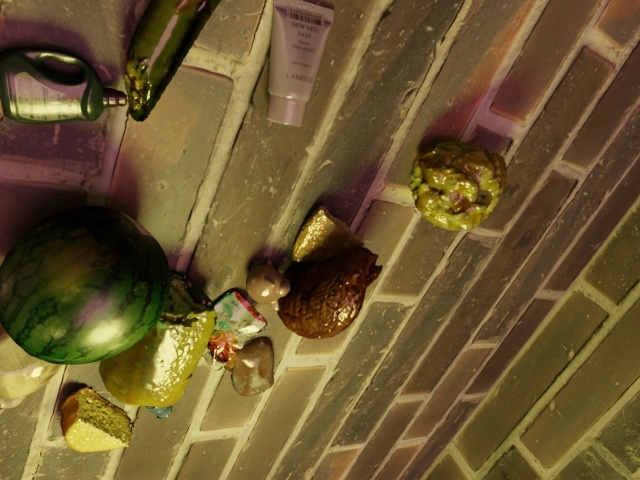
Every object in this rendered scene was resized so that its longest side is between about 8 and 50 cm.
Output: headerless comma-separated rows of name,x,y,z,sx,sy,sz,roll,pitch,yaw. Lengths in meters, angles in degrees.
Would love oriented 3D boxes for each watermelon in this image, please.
watermelon,-0.515,0.104,1.092,0.364,0.363,0.363,-16,131,-20

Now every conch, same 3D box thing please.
conch,-0.324,0.323,1.569,0.086,0.080,0.232,-39,111,-16

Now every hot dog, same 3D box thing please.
hot dog,0.033,0.151,1.453,0.174,0.267,0.388,46,140,-15

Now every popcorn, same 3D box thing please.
popcorn,0.411,-0.159,1.496,0.247,0.282,0.282,-30,139,-38

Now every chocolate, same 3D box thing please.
chocolate,-0.227,0.457,1.722,0.161,0.083,0.261,-18,131,-21

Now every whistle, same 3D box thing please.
whistle,-0.564,0.467,1.542,0.062,0.062,0.304,-30,135,-7

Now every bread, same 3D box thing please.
bread,-0.694,0.554,1.488,0.134,0.129,0.260,-30,134,3
bread,-0.437,0.285,1.353,0.251,0.208,0.376,20,108,-32

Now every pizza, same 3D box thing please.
pizza,0.010,0.000,1.516,0.188,0.080,0.204,31,120,-26

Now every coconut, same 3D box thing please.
coconut,-0.719,0.273,1.201,0.224,0.224,0.224,-16,131,-20

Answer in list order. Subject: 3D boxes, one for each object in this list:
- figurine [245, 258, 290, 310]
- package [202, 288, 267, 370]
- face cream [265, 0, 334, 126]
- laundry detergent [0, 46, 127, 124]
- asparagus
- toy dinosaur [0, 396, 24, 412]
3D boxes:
figurine,-0.159,0.130,1.468,0.125,0.138,0.125,-20,130,-25
package,-0.293,0.276,1.502,0.232,0.040,0.166,-42,100,-4
face cream,-0.059,-0.408,1.146,0.154,0.096,0.273,2,110,-28
laundry detergent,-0.497,-0.298,0.966,0.222,0.078,0.144,-6,124,-26
asparagus,-0.306,-0.402,0.974,0.108,0.128,0.381,35,106,-6
toy dinosaur,-0.898,0.435,1.299,0.194,0.152,0.177,-39,174,14
